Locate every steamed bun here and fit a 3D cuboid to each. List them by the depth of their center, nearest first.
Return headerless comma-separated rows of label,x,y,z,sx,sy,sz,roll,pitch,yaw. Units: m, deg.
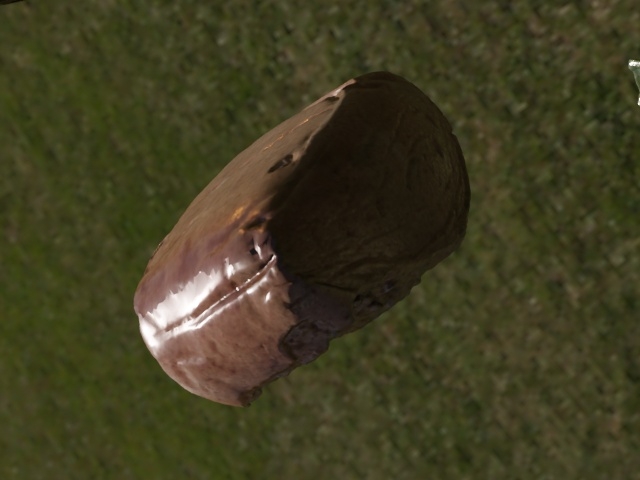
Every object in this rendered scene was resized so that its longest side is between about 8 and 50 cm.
steamed bun,0.000,0.000,0.816,0.145,0.175,0.106,-31,104,42

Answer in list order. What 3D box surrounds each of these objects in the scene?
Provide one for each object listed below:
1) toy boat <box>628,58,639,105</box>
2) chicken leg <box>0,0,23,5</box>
toy boat,0.324,-0.066,1.190,0.293,0.055,0.093,49,166,50
chicken leg,-0.043,-0.108,0.456,0.089,0.219,0.048,-117,5,-65
